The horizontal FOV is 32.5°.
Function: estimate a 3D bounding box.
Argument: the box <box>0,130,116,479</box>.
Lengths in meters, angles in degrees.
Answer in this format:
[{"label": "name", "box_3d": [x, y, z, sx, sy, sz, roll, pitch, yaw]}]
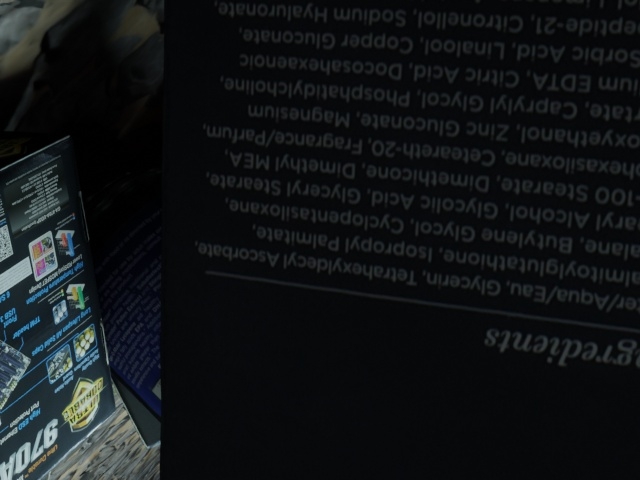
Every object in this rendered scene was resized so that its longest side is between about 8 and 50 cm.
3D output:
[{"label": "box", "box_3d": [-0.190, 0.060, 0.538, 0.220, 0.051, 0.175, -44, 134, -56]}]

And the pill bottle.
[{"label": "pill bottle", "box_3d": [-0.094, 0.033, 0.687, 0.123, 0.219, 0.123, -45, 172, -8]}]

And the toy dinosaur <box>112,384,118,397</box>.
[{"label": "toy dinosaur", "box_3d": [-0.216, 0.112, 0.950, 0.160, 0.121, 0.313, -37, -177, 34]}]

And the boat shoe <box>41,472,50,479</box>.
[{"label": "boat shoe", "box_3d": [-0.222, 0.145, 0.671, 0.116, 0.097, 0.324, -44, -167, 18]}]

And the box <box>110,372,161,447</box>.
[{"label": "box", "box_3d": [0.000, 0.000, 0.874, 0.296, 0.182, 0.294, -28, 177, 18]}]

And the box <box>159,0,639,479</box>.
[{"label": "box", "box_3d": [0.088, -0.073, 0.492, 0.293, 0.212, 0.395, -27, 121, -67]}]
